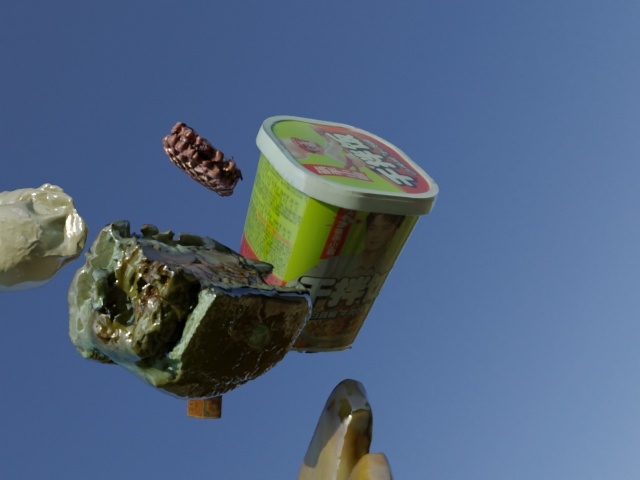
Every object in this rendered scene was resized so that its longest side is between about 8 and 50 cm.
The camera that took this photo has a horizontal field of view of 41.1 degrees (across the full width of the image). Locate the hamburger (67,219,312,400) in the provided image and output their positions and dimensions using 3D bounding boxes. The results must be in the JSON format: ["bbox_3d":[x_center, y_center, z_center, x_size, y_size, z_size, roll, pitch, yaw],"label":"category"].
[{"bbox_3d":[-0.161,0.090,1.010,0.192,0.167,0.288,-55,-33,13],"label":"hamburger"}]

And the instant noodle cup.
[{"bbox_3d":[0.000,0.000,1.359,0.294,0.294,0.308,-3,-57,-40],"label":"instant noodle cup"}]

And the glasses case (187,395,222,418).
[{"bbox_3d":[-0.238,0.263,1.793,0.075,0.049,0.218,3,-80,-7],"label":"glasses case"}]

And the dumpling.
[{"bbox_3d":[-0.523,-0.007,1.450,0.258,0.193,0.147,-23,-24,1],"label":"dumpling"}]

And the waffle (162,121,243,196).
[{"bbox_3d":[-0.102,-0.067,0.730,0.075,0.083,0.029,41,-102,-10],"label":"waffle"}]

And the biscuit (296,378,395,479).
[{"bbox_3d":[0.013,0.345,1.064,0.062,0.237,0.291,11,-62,-15],"label":"biscuit"}]
